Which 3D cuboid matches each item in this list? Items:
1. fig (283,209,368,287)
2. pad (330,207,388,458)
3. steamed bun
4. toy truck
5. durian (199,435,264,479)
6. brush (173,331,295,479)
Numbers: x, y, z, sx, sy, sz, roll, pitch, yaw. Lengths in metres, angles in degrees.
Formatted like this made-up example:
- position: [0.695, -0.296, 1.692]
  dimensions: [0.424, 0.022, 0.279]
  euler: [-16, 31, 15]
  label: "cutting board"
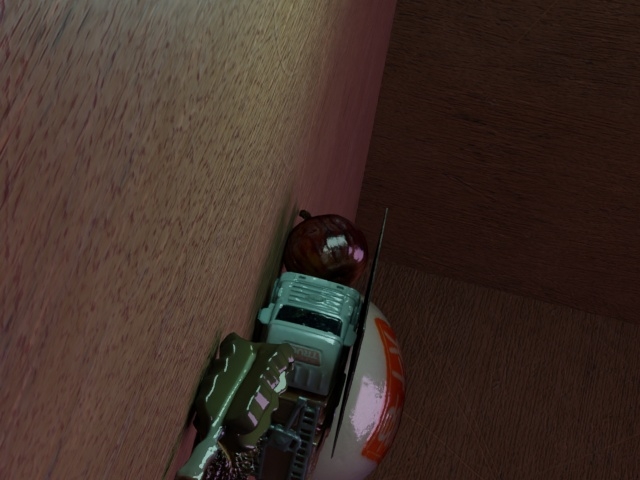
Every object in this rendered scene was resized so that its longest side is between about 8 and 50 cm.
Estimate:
- position: [0.013, 0.010, 1.759]
  dimensions: [0.128, 0.128, 0.150]
  euler: [100, 6, -49]
  label: "fig"
- position: [0.053, 0.137, 1.654]
  dimensions: [0.330, 0.004, 0.220]
  euler: [100, 2, -51]
  label: "pad"
- position: [0.021, 0.261, 1.992]
  dimensions: [0.374, 0.241, 0.375]
  euler: [13, 90, -83]
  label: "steamed bun"
- position: [-0.035, 0.204, 1.674]
  dimensions: [0.162, 0.136, 0.305]
  euler: [-72, 175, -52]
  label: "toy truck"
- position: [-0.103, 0.241, 1.324]
  dimensions: [0.110, 0.071, 0.140]
  euler: [-70, 178, -54]
  label: "durian"
- position: [-0.106, 0.199, 1.151]
  dimensions: [0.301, 0.084, 0.071]
  euler: [-63, 163, -51]
  label: "brush"
